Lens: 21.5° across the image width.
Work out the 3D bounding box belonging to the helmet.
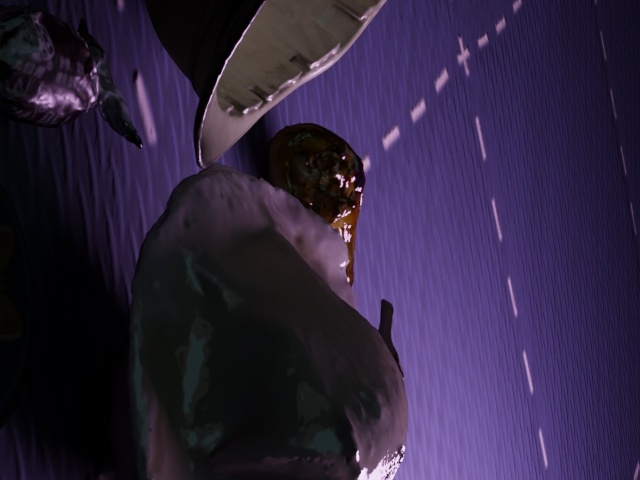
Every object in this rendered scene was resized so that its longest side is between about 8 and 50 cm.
[{"bbox_3d":[-0.049,-0.180,1.046,0.257,0.137,0.204,-44,165,-45],"label":"helmet"}]

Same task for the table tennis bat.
[{"bbox_3d":[-0.193,0.027,0.770,0.236,0.027,0.150,-1,86,-71],"label":"table tennis bat"}]

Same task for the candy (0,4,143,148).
[{"bbox_3d":[-0.154,-0.100,0.866,0.226,0.051,0.094,30,54,-64],"label":"candy"}]

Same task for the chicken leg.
[{"bbox_3d":[0.000,0.000,1.223,0.093,0.070,0.178,-65,153,-53],"label":"chicken leg"}]

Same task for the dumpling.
[{"bbox_3d":[-0.055,0.085,0.971,0.204,0.163,0.293,38,40,-14],"label":"dumpling"}]
